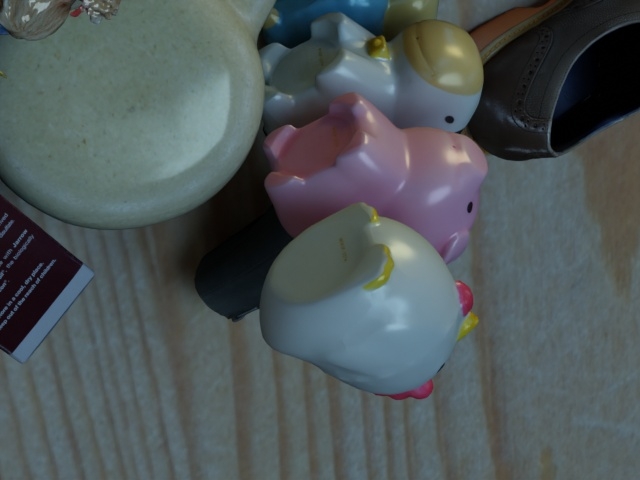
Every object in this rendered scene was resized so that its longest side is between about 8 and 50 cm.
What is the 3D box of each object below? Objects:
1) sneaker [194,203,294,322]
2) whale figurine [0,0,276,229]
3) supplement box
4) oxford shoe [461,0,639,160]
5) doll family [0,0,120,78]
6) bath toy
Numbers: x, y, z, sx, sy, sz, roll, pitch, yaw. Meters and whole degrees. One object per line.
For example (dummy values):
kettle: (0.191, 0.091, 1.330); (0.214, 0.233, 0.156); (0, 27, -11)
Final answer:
sneaker: (0.000, 0.000, 1.038); (0.118, 0.083, 0.222); (-30, 165, 27)
whale figurine: (-0.134, -0.142, 0.846); (0.216, 0.141, 0.272); (-12, 93, -10)
supplement box: (-0.252, -0.037, 0.781); (0.073, 0.130, 0.239); (-53, 131, -9)
oxford shoe: (0.263, -0.172, 1.122); (0.363, 0.132, 0.130); (-40, 127, -19)
doll family: (-0.200, -0.167, 0.738); (0.118, 0.263, 0.163); (74, 39, -75)
bath toy: (0.039, -0.039, 0.873); (0.151, 0.348, 0.129); (-21, 129, 17)
